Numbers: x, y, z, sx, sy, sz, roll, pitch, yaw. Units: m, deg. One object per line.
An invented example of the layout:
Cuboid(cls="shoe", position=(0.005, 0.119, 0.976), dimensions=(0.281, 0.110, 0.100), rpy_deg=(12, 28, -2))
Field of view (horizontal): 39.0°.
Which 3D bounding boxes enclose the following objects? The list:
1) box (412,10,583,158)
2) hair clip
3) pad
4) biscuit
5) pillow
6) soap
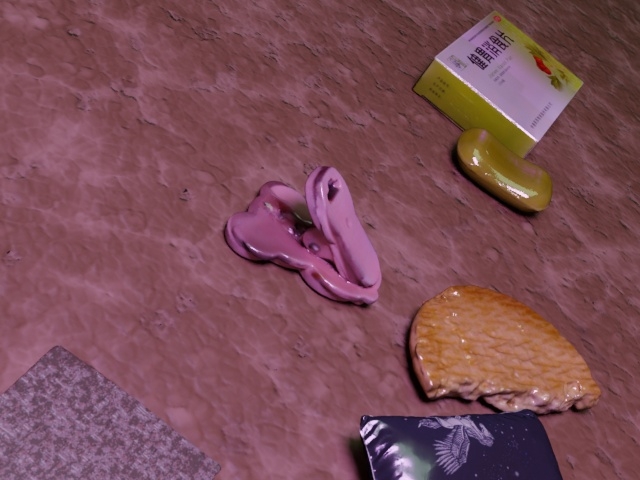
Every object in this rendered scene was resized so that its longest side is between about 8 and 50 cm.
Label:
Cuboid(cls="box", position=(0.257, -0.218, 1.271), dimensions=(0.175, 0.062, 0.260), rpy_deg=(40, 40, 4))
Cuboid(cls="hair clip", position=(-0.009, 0.003, 0.875), dimensions=(0.138, 0.102, 0.123), rpy_deg=(60, 33, -25))
Cuboid(cls="pad", position=(-0.180, 0.180, 0.588), dimensions=(0.158, 0.003, 0.235), rpy_deg=(37, 39, 0))
Cuboid(cls="biscuit", position=(0.171, 0.108, 0.903), dimensions=(0.224, 0.033, 0.144), rpy_deg=(8, 45, -32))
Cuboid(cls="pillow", position=(0.127, 0.205, 0.754), dimensions=(0.208, 0.055, 0.141), rpy_deg=(6, 54, -32))
Cuboid(cls="soap", position=(0.229, -0.087, 1.131), dimensions=(0.140, 0.045, 0.089), rpy_deg=(34, 36, -2))
